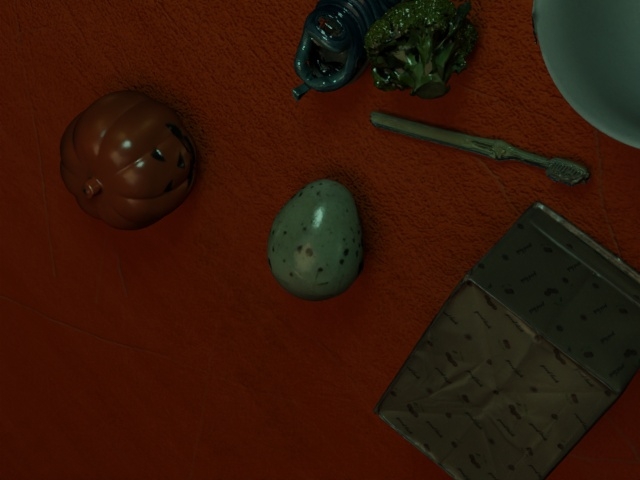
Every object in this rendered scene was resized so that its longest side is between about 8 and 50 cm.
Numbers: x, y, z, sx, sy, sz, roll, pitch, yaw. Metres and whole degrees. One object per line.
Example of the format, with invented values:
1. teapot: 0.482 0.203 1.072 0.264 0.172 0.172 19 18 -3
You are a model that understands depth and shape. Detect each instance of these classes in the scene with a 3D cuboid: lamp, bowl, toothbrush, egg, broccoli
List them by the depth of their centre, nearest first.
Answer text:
1. bowl: 0.388 -0.219 1.330 0.345 0.345 0.157 6 167 33
2. broccoli: 0.113 -0.215 1.593 0.131 0.120 0.130 -6 150 -4
3. toothbrush: 0.184 -0.113 1.681 0.294 0.028 0.026 20 128 30
4. egg: 0.000 0.000 1.819 0.131 0.131 0.164 30 120 16
5. lamp: -0.265 -0.103 1.911 0.187 0.164 0.187 21 132 25

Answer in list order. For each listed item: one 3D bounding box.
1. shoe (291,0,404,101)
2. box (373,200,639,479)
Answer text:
1. shoe: 0.030 -0.250 1.639 0.091 0.106 0.207 35 128 8
2. box: 0.243 0.148 1.704 0.225 0.190 0.297 38 134 10
